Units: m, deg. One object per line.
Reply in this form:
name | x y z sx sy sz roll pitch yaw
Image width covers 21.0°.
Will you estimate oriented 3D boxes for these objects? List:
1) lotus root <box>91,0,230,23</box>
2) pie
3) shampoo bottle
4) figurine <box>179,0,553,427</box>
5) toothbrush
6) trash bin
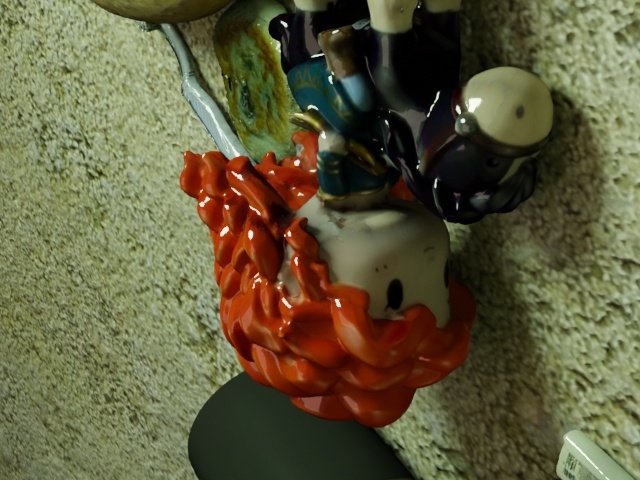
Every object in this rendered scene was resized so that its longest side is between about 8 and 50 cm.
lotus root | -0.161 -0.302 1.736 0.342 0.151 0.169 21 123 59
pie | -0.057 -0.160 1.748 0.187 0.041 0.187 38 138 46
shampoo bottle | 0.249 0.214 1.425 0.141 0.034 0.049 42 132 42
figurine | 0.043 -0.052 1.477 0.306 0.241 0.412 35 122 11
toothbrush | -0.115 -0.129 1.875 0.413 0.042 0.035 58 148 21
trash bin | 0.015 0.284 1.704 0.334 0.214 0.214 -127 33 -45
